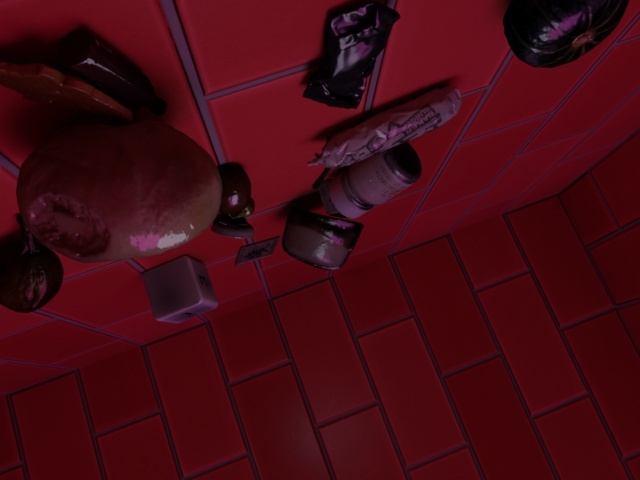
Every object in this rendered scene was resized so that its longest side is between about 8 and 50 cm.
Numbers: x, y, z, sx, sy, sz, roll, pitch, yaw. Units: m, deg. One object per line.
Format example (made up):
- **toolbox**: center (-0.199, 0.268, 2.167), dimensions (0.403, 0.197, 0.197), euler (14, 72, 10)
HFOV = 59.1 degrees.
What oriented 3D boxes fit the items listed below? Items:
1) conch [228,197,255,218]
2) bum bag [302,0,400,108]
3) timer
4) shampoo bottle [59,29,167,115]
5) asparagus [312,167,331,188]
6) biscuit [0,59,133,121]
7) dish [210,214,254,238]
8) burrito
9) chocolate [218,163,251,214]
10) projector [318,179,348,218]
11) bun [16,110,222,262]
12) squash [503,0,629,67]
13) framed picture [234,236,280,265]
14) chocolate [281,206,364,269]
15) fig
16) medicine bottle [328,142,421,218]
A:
- **conch**: center (-0.241, -0.106, 1.664), dimensions (0.089, 0.074, 0.121), euler (-52, 151, -19)
- **bum bag**: center (0.053, -0.363, 1.141), dimensions (0.137, 0.074, 0.310), euler (-3, 154, -17)
- **timer**: center (-0.522, 0.188, 2.114), dimensions (0.194, 0.192, 0.195), euler (-22, 166, 4)
- **shampoo bottle**: center (-0.336, -0.268, 0.949), dimensions (0.067, 0.068, 0.236), euler (-29, 163, 10)
- **asparagus**: center (0.020, -0.214, 1.759), dimensions (0.023, 0.022, 0.233), euler (28, 154, -8)
- **biscuit**: center (-0.413, -0.238, 0.887), dimensions (0.250, 0.035, 0.162), euler (16, 174, -43)
- **dish**: center (-0.275, -0.062, 1.802), dimensions (0.141, 0.078, 0.141), euler (10, -166, -2)
- **burrito**: center (0.165, -0.292, 1.519), dimensions (0.445, 0.101, 0.139), euler (-24, 177, 0)
- **chocolate**: center (-0.247, -0.143, 1.508), dimensions (0.124, 0.127, 0.133), euler (-48, 161, -21)
- **projector**: center (0.059, -0.137, 1.909), dimensions (0.061, 0.115, 0.147), euler (-25, 165, 27)
- **bun**: center (-0.363, -0.126, 1.030), dimensions (0.364, 0.364, 0.202), euler (-15, 127, -25)
- **squash**: center (0.512, -0.480, 1.188), dimensions (0.252, 0.165, 0.252), euler (-20, 162, -7)
- **framed picture**: center (-0.264, 0.046, 2.336), dimensions (0.173, 0.010, 0.231), euler (-17, 166, -18)
- **chocolate**: center (0.000, 0.000, 1.973), dimensions (0.283, 0.186, 0.283), euler (12, -176, -1)
- **fig**: center (-0.745, 0.070, 1.401), dimensions (0.190, 0.191, 0.290), euler (-14, 165, -26)
- **medicine bottle**: center (0.167, -0.193, 1.758), dimensions (0.165, 0.165, 0.273), euler (-7, 160, -46)
